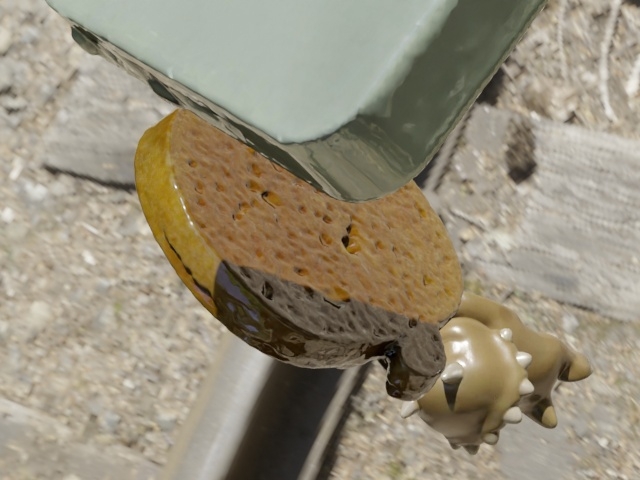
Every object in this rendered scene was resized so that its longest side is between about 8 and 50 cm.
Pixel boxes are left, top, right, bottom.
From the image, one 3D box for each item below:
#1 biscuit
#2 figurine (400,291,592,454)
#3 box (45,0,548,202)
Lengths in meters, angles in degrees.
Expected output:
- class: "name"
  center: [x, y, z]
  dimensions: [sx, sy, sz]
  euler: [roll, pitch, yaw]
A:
- class: "biscuit"
  center: [-0.006, 0.006, 1.388]
  dimensions: [0.070, 0.394, 0.350]
  euler: [-43, 67, 28]
- class: "figurine"
  center: [0.210, 0.184, 1.859]
  dimensions: [0.177, 0.247, 0.173]
  euler: [-24, 45, 30]
- class: "box"
  center: [0.023, -0.230, 0.928]
  dimensions: [0.373, 0.090, 0.367]
  euler: [-54, 42, -2]
